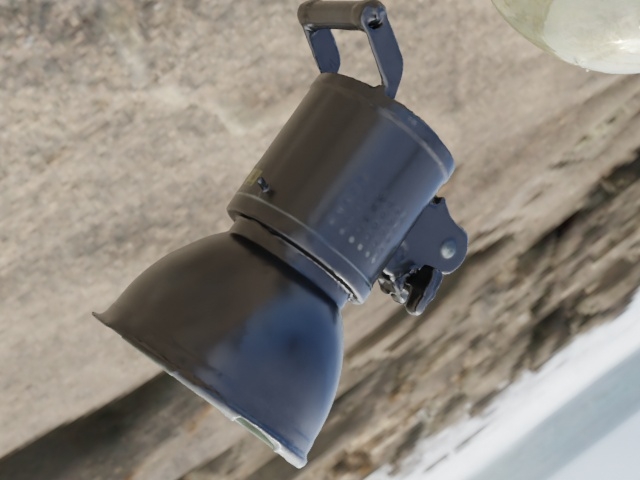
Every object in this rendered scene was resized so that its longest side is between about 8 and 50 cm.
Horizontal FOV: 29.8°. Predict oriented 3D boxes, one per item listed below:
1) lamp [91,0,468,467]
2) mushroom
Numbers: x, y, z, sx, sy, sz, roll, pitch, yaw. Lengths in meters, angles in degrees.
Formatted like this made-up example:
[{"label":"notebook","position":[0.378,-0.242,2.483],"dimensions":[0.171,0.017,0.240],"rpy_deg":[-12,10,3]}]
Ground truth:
[{"label":"lamp","position":[0.000,0.000,0.699],"dimensions":[0.227,0.172,0.147],"rpy_deg":[-53,-151,-10]},{"label":"mushroom","position":[0.085,-0.087,0.332],"dimensions":[0.083,0.083,0.067],"rpy_deg":[-43,155,23]}]
